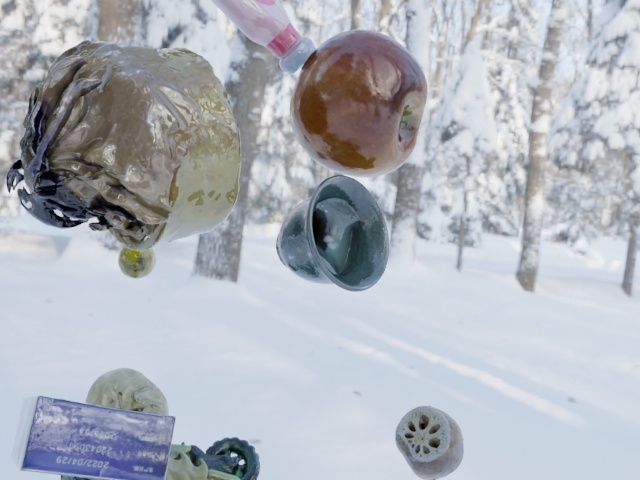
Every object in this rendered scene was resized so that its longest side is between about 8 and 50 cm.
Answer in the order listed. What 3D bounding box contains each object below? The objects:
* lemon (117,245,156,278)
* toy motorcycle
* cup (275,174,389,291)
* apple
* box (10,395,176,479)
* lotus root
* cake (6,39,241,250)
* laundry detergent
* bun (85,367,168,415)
[{"bbox_3d":[-0.393,0.042,1.590,0.082,0.082,0.111,7,-11,-9],"label":"lemon"},{"bbox_3d":[-0.325,0.522,1.527,0.410,0.237,0.169,-1,-38,-10],"label":"toy motorcycle"},{"bbox_3d":[0.000,0.000,1.284,0.150,0.199,0.199,-14,-13,43],"label":"cup"},{"bbox_3d":[0.075,-0.236,1.312,0.253,0.254,0.253,7,3,0],"label":"apple"},{"bbox_3d":[-0.363,0.309,1.158,0.200,0.106,0.299,15,-19,-21],"label":"box"},{"bbox_3d":[0.190,0.344,1.288,0.122,0.112,0.081,54,-4,42],"label":"lotus root"},{"bbox_3d":[-0.327,-0.134,1.144,0.321,0.332,0.332,-14,16,-39],"label":"cake"},{"bbox_3d":[-0.145,-0.462,1.415,0.335,0.088,0.159,45,32,-16],"label":"laundry detergent"},{"bbox_3d":[-0.470,0.431,1.842,0.116,0.210,0.237,-2,-31,47],"label":"bun"}]
